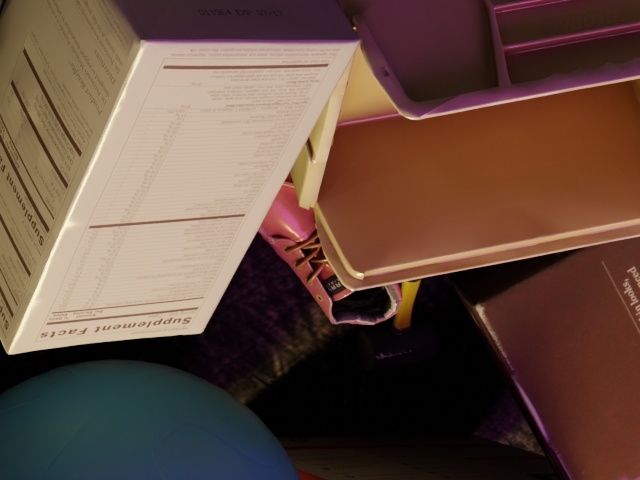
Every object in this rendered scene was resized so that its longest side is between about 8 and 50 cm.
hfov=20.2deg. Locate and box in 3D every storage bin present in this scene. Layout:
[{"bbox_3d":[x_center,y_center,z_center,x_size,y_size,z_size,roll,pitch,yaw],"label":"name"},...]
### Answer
[{"bbox_3d":[0.123,-0.088,1.092,0.260,0.123,0.262,-11,160,-10],"label":"storage bin"}]

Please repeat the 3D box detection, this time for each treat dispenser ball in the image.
[{"bbox_3d":[-0.145,0.227,1.253,0.288,0.288,0.288,-21,147,-14],"label":"treat dispenser ball"}]

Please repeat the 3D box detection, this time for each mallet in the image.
[{"bbox_3d":[0.062,0.035,1.393,0.062,0.039,0.189,-17,142,-15],"label":"mallet"}]

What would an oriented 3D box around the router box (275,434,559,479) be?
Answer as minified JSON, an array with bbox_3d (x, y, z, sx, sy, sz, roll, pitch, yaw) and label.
[{"bbox_3d":[0.121,0.231,1.481,0.335,0.301,0.082,5,94,-42],"label":"router box"}]

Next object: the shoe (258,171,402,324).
[{"bbox_3d":[0.000,0.000,1.242,0.063,0.081,0.178,-36,148,11],"label":"shoe"}]

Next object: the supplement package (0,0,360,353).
[{"bbox_3d":[-0.107,-0.067,1.011,0.139,0.134,0.244,-4,140,-35],"label":"supplement package"}]

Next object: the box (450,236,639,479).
[{"bbox_3d":[0.316,0.029,1.402,0.381,0.191,0.143,-29,-170,-2],"label":"box"}]
